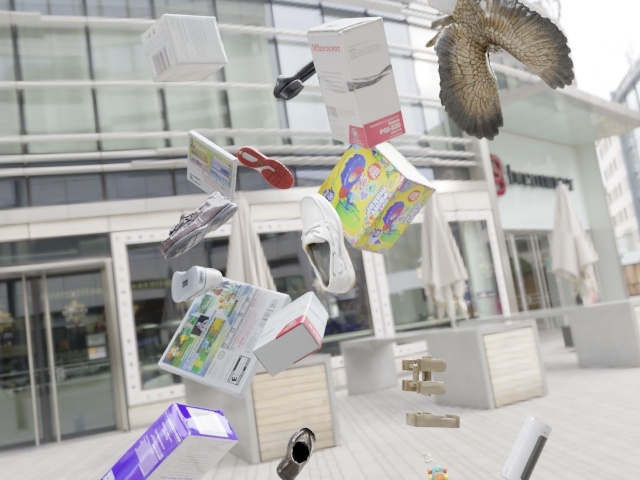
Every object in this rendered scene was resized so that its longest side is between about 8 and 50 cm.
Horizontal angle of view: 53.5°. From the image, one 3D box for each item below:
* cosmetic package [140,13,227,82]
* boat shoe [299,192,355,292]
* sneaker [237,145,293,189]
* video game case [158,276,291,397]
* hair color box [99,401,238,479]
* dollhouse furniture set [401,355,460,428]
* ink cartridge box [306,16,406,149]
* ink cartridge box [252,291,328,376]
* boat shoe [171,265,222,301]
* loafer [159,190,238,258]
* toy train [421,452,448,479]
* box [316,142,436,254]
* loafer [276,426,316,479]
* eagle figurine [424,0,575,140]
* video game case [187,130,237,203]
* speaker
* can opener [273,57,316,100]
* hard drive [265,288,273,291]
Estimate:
[{"bbox_3d":[-0.409,-0.572,1.905,0.183,0.152,0.151,-17,1,-45],"label":"cosmetic package"},{"bbox_3d":[0.000,0.000,1.584,0.096,0.277,0.098,3,-32,-49],"label":"boat shoe"},{"bbox_3d":[-0.188,-0.269,2.232,0.087,0.221,0.128,-49,15,13],"label":"sneaker"},{"bbox_3d":[-0.284,0.273,1.891,0.299,0.329,0.036,13,-29,26],"label":"video game case"},{"bbox_3d":[-0.385,0.553,1.544,0.339,0.110,0.185,-47,-37,7],"label":"hair color box"},{"bbox_3d":[0.395,0.531,2.239,0.160,0.242,0.212,5,-12,-10],"label":"dollhouse furniture set"},{"bbox_3d":[0.065,-0.296,1.184,0.092,0.218,0.158,-25,25,-16],"label":"ink cartridge box"},{"bbox_3d":[-0.059,0.195,1.357,0.127,0.072,0.175,-33,10,15],"label":"ink cartridge box"},{"bbox_3d":[-0.362,0.130,1.841,0.084,0.095,0.258,5,-9,-31],"label":"boat shoe"},{"bbox_3d":[-0.370,-0.050,1.860,0.302,0.095,0.109,-40,-6,-44],"label":"loafer"},{"bbox_3d":[0.305,0.719,1.876,0.125,0.166,0.046,34,-16,12],"label":"toy train"},{"bbox_3d":[0.177,-0.156,2.126,0.177,0.279,0.290,13,-60,-46],"label":"box"},{"bbox_3d":[-0.053,0.603,1.817,0.078,0.080,0.220,-52,0,23],"label":"loafer"},{"bbox_3d":[0.336,-0.384,1.256,0.225,0.298,0.226,-6,-35,-7],"label":"eagle figurine"},{"bbox_3d":[-0.364,-0.238,2.120,0.023,0.212,0.193,-34,-32,-41],"label":"video game case"},{"bbox_3d":[0.415,0.424,1.280,0.055,0.136,0.055,28,-8,4],"label":"speaker"},{"bbox_3d":[-0.054,-0.435,1.693,0.186,0.073,0.059,-45,-6,-25],"label":"can opener"},{"bbox_3d":[-0.174,0.223,2.266,0.094,0.022,0.135,26,-35,-8],"label":"hard drive"}]
